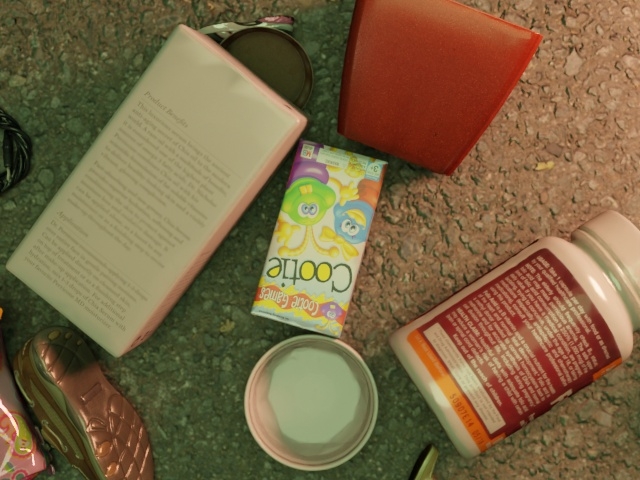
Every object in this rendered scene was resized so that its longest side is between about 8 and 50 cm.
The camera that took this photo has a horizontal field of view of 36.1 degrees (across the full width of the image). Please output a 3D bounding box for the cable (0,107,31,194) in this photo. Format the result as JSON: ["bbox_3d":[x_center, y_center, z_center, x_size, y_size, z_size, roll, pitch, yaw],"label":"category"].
[{"bbox_3d":[-0.566,-0.157,1.607,0.150,0.047,0.184,-43,86,-1],"label":"cable"}]

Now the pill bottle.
[{"bbox_3d":[0.321,0.136,1.482,0.392,0.224,0.224,-32,87,0],"label":"pill bottle"}]

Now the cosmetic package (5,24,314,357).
[{"bbox_3d":[-0.240,-0.073,1.500,0.230,0.161,0.453,39,100,3],"label":"cosmetic package"}]

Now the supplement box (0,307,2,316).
[{"bbox_3d":[-0.681,0.112,1.445,0.356,0.194,0.195,26,99,27],"label":"supplement box"}]

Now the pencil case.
[{"bbox_3d":[-0.521,0.260,1.551,0.124,0.124,0.284,-23,87,0],"label":"pencil case"}]

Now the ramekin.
[{"bbox_3d":[-0.013,0.249,1.541,0.207,0.109,0.207,0,86,2],"label":"ramekin"}]

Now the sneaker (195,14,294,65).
[{"bbox_3d":[-0.127,-0.316,1.596,0.178,0.072,0.077,-6,97,7],"label":"sneaker"}]

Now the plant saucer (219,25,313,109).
[{"bbox_3d":[-0.094,-0.266,1.578,0.168,0.029,0.168,1,120,2],"label":"plant saucer"}]

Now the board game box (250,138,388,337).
[{"bbox_3d":[0.000,0.000,1.536,0.142,0.144,0.275,15,87,3],"label":"board game box"}]

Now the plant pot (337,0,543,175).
[{"bbox_3d":[0.156,-0.241,1.502,0.267,0.267,0.235,21,100,3],"label":"plant pot"}]

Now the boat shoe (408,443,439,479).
[{"bbox_3d":[0.163,0.390,1.562,0.045,0.050,0.135,22,98,-1],"label":"boat shoe"}]

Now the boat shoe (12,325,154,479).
[{"bbox_3d":[-0.376,0.288,1.557,0.116,0.123,0.324,-23,96,33],"label":"boat shoe"}]
